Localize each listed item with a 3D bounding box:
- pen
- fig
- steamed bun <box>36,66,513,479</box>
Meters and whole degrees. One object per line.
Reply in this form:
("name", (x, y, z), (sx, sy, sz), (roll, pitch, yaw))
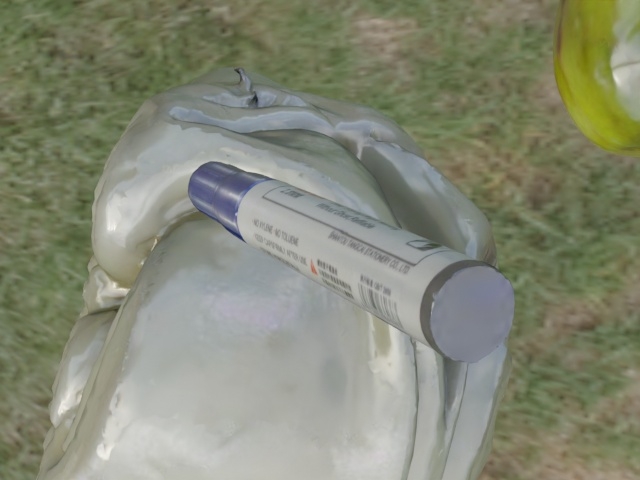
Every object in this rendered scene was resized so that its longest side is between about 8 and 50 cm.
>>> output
("pen", (0.000, 0.000, 0.509), (0.025, 0.204, 0.025), (-4, 101, -20))
("fig", (0.130, -0.111, 0.663), (0.093, 0.093, 0.166), (-1, 97, -24))
("steamed bun", (-0.012, 0.072, 1.094), (0.255, 0.368, 0.342), (11, 101, 10))
